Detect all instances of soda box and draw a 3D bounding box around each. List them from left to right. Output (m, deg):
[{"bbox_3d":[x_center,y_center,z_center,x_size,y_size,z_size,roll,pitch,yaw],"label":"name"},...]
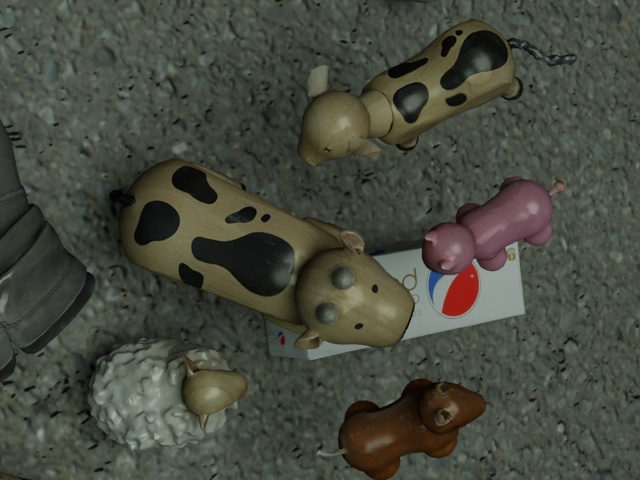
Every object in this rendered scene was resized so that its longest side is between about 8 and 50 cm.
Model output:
[{"bbox_3d":[0.061,0.042,1.266,0.216,0.069,0.074,-10,95,-30],"label":"soda box"}]

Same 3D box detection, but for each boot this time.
[{"bbox_3d":[-0.319,0.044,1.018,0.338,0.118,0.223,-31,114,-20],"label":"boot"}]

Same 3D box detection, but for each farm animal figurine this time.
[{"bbox_3d":[0.000,0.000,1.090,0.326,0.172,0.330,6,86,12],"label":"farm animal figurine"}]

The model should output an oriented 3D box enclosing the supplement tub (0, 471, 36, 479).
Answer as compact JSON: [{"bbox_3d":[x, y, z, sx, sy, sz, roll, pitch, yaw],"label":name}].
[{"bbox_3d":[-0.281,0.209,1.016,0.199,0.144,0.144,21,80,-30],"label":"supplement tub"}]

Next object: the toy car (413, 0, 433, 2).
[{"bbox_3d":[0.107,-0.294,1.251,0.182,0.136,0.159,-40,110,-24],"label":"toy car"}]
